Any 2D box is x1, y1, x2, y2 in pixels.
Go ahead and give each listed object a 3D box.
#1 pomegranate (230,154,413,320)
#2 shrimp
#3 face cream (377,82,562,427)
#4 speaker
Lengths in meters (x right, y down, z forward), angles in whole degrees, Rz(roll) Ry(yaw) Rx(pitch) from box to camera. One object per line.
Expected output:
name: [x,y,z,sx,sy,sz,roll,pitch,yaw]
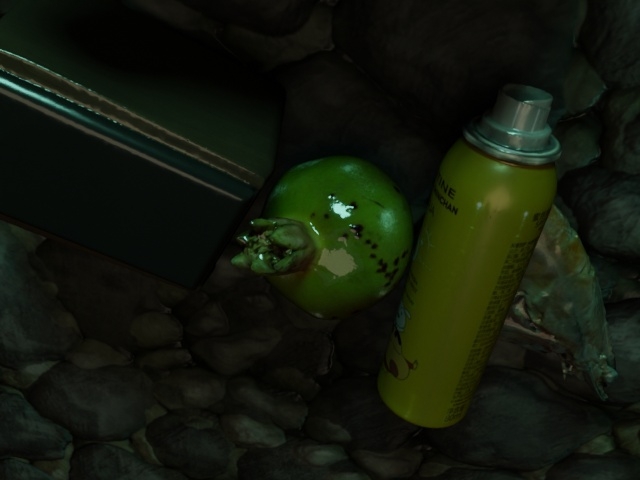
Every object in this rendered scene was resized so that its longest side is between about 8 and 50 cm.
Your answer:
pomegranate: [0.000,0.000,0.629,0.159,0.205,0.159,4,97,33]
shrimp: [0.231,0.078,0.741,0.164,0.062,0.317,-23,116,27]
face cream: [0.139,0.023,0.635,0.105,0.105,0.348,11,123,-1]
speaker: [-0.166,-0.091,0.586,0.231,0.192,0.153,25,125,-16]
